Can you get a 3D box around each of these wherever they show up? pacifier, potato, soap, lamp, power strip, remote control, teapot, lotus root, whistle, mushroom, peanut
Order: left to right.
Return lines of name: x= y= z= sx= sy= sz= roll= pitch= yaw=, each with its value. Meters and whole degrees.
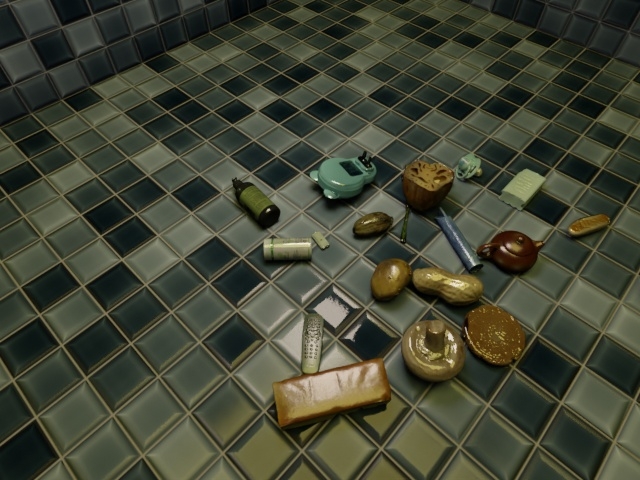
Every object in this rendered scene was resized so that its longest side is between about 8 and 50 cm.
remote control: x=-0.028 y=0.350 z=1.463 sx=0.072 sy=0.042 sz=0.222 roll=3 pitch=52 yaw=2
power strip: x=0.000 y=0.000 z=1.744 sx=0.040 sy=0.016 sz=0.090 roll=-27 pitch=57 yaw=-18
lamp: x=0.113 y=-0.281 z=1.875 sx=0.284 sy=0.147 sz=0.209 roll=-30 pitch=60 yaw=-11
lotus root: x=0.212 y=-0.067 z=1.755 sx=0.179 sy=0.089 sz=0.080 roll=-14 pitch=17 yaw=-8
potato: x=0.257 y=0.138 z=1.575 sx=0.137 sy=0.137 sz=0.176 roll=32 pitch=56 yaw=22
lotus root: x=0.447 y=-0.220 z=1.813 sx=0.199 sy=0.180 sz=0.188 roll=-29 pitch=53 yaw=-22
mushroom: x=0.363 y=0.334 z=1.371 sx=0.207 sy=0.215 sz=0.207 roll=-2 pitch=45 yaw=2
peanut: x=0.459 y=0.167 z=1.561 sx=0.256 sy=0.124 sz=0.124 roll=12 pitch=54 yaw=11
whistle: x=0.547 y=-0.007 z=1.726 sx=0.062 sy=0.062 sz=0.304 roll=-14 pitch=54 yaw=-11
pacifier: x=0.684 y=-0.322 z=1.957 sx=0.116 sy=0.127 sz=0.150 roll=28 pitch=16 yaw=-25
teapot: x=0.729 y=0.028 z=1.656 sx=0.251 sy=0.135 sz=0.178 roll=-2 pitch=49 yaw=-3
soap: x=0.889 y=-0.228 z=1.893 sx=0.114 sy=0.063 sz=0.198 roll=36 pitch=60 yaw=25

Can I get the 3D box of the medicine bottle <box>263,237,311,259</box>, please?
medicine bottle: x=-0.126 y=0.033 z=1.675 sx=0.183 sy=0.086 sz=0.086 roll=-1 pitch=53 yaw=-1

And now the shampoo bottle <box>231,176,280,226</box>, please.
shampoo bottle: x=-0.290 y=-0.177 z=1.823 sx=0.101 sy=0.101 sz=0.284 roll=-34 pitch=61 yaw=-23

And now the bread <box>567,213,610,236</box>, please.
bread: x=1.100 y=-0.061 z=1.775 sx=0.214 sy=0.053 sz=0.073 roll=-17 pitch=59 yaw=-16

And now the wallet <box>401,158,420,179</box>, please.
wallet: x=0.480 y=-0.280 z=1.934 sx=0.202 sy=0.059 sz=0.141 roll=34 pitch=58 yaw=23

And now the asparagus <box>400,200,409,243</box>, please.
asparagus: x=0.357 y=-0.083 z=1.808 sx=0.022 sy=0.023 sz=0.233 roll=38 pitch=48 yaw=-28

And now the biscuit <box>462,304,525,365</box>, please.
biscuit: x=0.596 y=0.325 z=1.485 sx=0.225 sy=0.042 sz=0.226 roll=1 pitch=52 yaw=-1

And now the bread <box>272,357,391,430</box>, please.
bread: x=0.039 y=0.477 z=1.344 sx=0.361 sy=0.077 sz=0.138 roll=-11 pitch=53 yaw=-8
